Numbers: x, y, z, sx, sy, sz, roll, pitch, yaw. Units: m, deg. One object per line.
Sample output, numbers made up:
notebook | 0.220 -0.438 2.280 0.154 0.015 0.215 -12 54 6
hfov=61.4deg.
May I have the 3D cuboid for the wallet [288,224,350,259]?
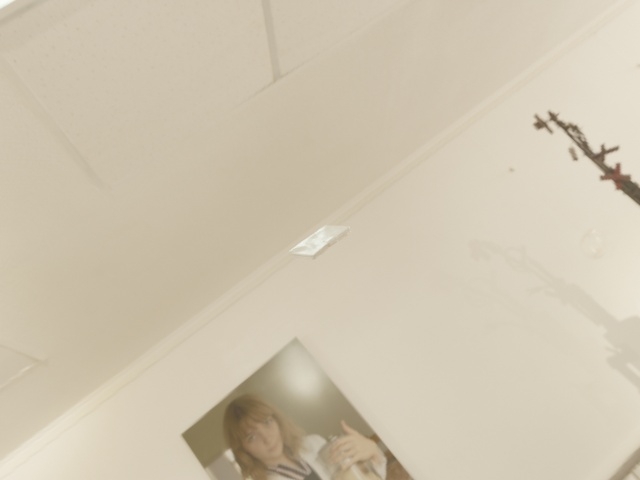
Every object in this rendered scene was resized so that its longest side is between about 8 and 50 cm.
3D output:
wallet | 0.000 0.000 0.695 0.083 0.044 0.011 -35 -58 -42
